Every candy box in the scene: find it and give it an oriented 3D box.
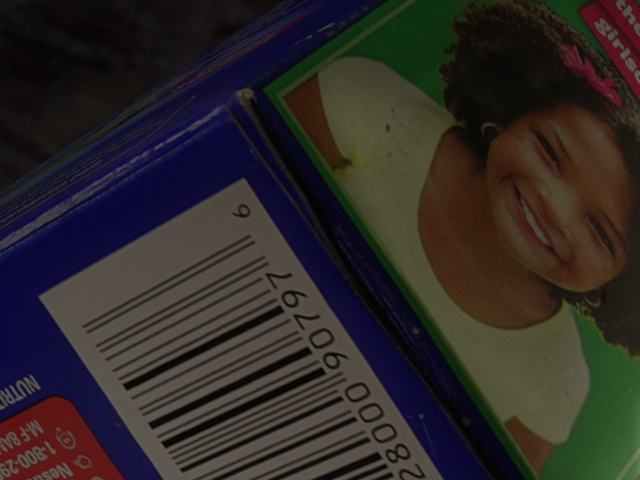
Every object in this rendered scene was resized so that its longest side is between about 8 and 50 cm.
[{"bbox_3d":[0.000,0.000,0.539,0.122,0.268,0.317,56,-141,-8],"label":"candy box"}]
